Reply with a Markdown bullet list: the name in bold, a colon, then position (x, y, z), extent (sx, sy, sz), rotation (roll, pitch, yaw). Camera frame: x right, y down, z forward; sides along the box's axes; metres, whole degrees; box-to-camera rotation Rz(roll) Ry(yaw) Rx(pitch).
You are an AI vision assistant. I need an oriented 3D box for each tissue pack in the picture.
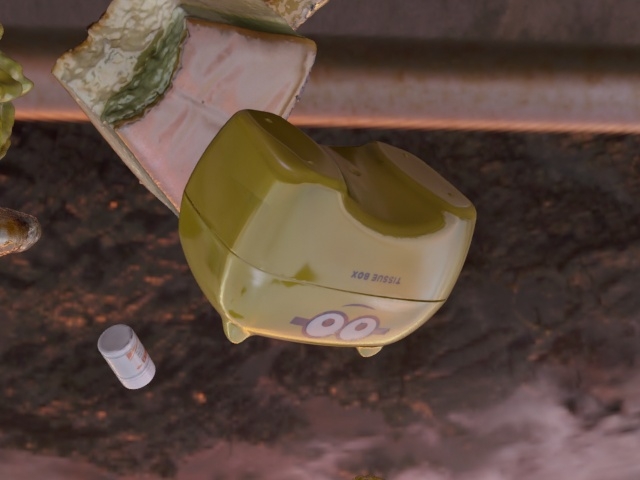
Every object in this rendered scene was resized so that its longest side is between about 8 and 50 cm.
- **tissue pack**: position (0.000, 0.000, 0.737), extent (0.178, 0.123, 0.127), rotation (11, 117, -39)

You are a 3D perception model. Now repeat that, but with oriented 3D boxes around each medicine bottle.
- **medicine bottle**: position (-0.282, 0.169, 1.676), extent (0.057, 0.057, 0.089), rotation (-12, 134, 11)

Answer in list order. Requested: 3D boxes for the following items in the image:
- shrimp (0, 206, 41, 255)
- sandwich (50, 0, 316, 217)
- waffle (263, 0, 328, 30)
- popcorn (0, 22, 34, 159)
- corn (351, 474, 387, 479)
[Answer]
- **shrimp**: position (-0.421, -0.026, 0.993), extent (0.364, 0.071, 0.233), rotation (4, -172, -41)
- **sandwich**: position (-0.133, -0.106, 0.978), extent (0.186, 0.108, 0.220), rotation (-2, 128, -49)
- **waffle**: position (0.034, -0.374, 1.272), extent (0.114, 0.376, 0.261), rotation (44, 133, -8)
- **popcorn**: position (-0.538, -0.197, 1.551), extent (0.312, 0.312, 0.312), rotation (-2, 140, -1)
- **corn**: position (0.033, 0.390, 1.367), extent (0.101, 0.101, 0.310), rotation (7, 127, -12)
